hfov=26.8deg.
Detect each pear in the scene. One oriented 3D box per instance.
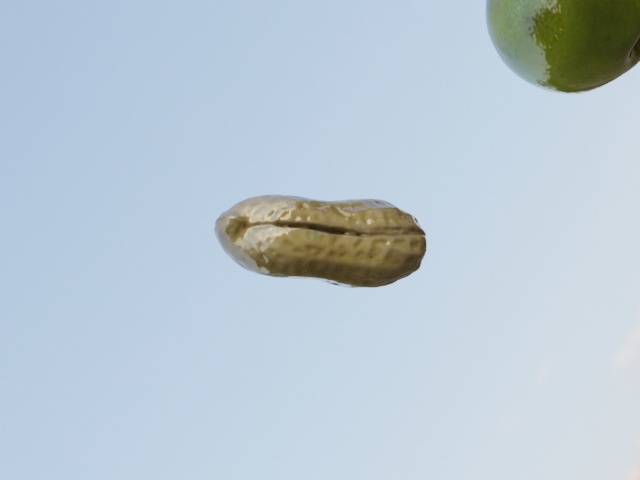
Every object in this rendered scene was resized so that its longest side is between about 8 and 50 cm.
[{"bbox_3d":[0.234,-0.247,1.332,0.166,0.216,0.180,-30,-34,-29],"label":"pear"}]

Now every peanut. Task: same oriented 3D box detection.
[{"bbox_3d":[0.000,0.000,1.091,0.080,0.174,0.080,-174,90,-80],"label":"peanut"}]
